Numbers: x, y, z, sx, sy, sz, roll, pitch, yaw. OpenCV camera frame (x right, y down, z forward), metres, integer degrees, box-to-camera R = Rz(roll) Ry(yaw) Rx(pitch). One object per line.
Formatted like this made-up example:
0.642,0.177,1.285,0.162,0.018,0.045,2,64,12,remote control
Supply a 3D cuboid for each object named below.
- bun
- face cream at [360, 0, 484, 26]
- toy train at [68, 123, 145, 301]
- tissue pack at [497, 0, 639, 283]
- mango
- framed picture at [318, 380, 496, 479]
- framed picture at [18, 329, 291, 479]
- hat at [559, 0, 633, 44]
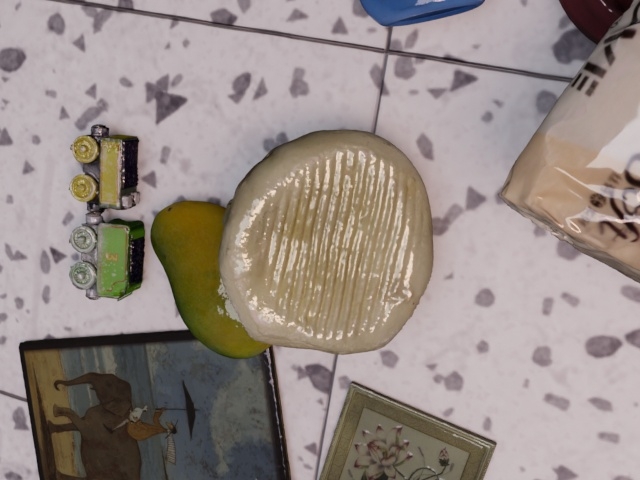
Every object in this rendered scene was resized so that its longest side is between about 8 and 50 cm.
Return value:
0.000,0.000,0.853,0.231,0.133,0.231,-2,99,-15,bun
0.084,-0.340,0.797,0.149,0.083,0.264,-9,96,17,face cream
-0.240,-0.030,0.980,0.081,0.060,0.202,6,101,11,toy train
0.363,-0.105,0.647,0.390,0.195,0.375,23,108,-17,tissue pack
-0.107,0.036,0.928,0.122,0.085,0.191,-29,86,25,mango
0.077,0.288,0.948,0.173,0.010,0.231,20,106,15,framed picture
-0.201,0.238,1.030,0.347,0.016,0.265,-5,95,20,framed picture
0.301,-0.252,0.734,0.205,0.089,0.205,3,104,13,hat
